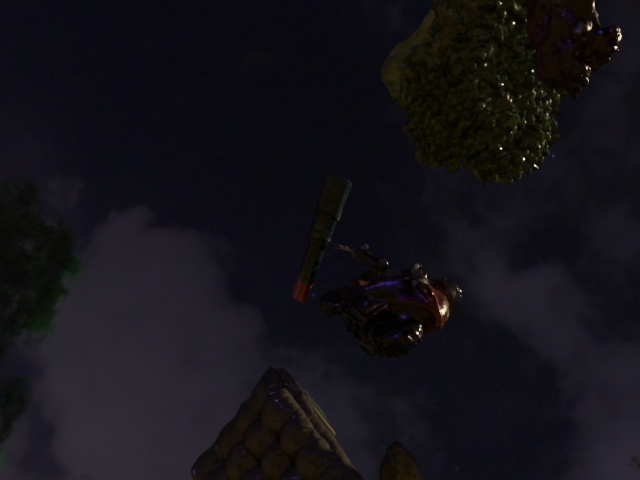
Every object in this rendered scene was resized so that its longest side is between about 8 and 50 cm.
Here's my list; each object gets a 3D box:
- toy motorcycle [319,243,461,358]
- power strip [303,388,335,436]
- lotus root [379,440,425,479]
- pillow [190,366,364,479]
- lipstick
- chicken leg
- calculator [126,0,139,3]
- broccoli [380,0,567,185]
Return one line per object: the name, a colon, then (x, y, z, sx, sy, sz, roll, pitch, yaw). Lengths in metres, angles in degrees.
toy motorcycle: (0.106, 0.094, 1.158, 0.207, 0.401, 0.134, -21, -73, -19)
power strip: (-0.021, 0.350, 1.290, 0.052, 0.272, 0.078, -39, -91, -7)
lotus root: (0.097, 0.285, 0.766, 0.054, 0.049, 0.099, -12, -98, -12)
pillow: (-0.061, 0.355, 0.923, 0.228, 0.101, 0.326, -51, -139, 2)
lipstick: (0.000, 0.000, 1.177, 0.053, 0.053, 0.234, 16, -90, 16)
chicken leg: (0.256, -0.246, 0.666, 0.089, 0.048, 0.219, -5, -107, 27)
calculator: (-0.167, -0.388, 0.587, 0.274, 0.248, 0.058, -42, -133, 4)
broccoli: (0.233, -0.256, 0.934, 0.324, 0.334, 0.272, -52, -133, 17)
